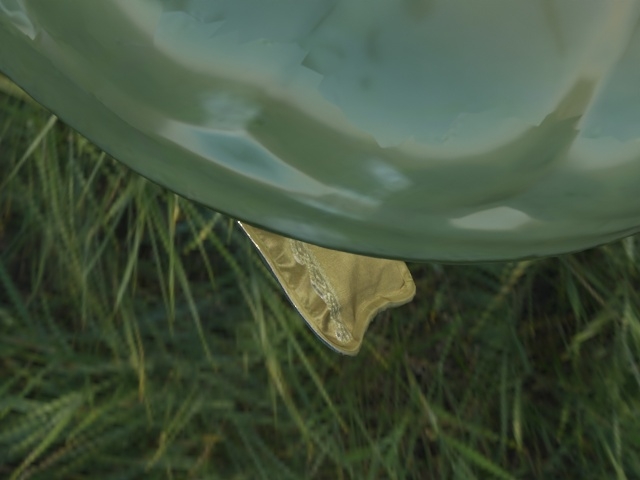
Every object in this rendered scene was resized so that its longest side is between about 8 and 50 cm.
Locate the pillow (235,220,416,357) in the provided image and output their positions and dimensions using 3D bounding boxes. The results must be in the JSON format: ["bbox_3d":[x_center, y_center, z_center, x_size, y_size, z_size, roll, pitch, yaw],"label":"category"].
[{"bbox_3d":[0.001,0.000,1.050,0.033,0.217,0.130,-36,87,16],"label":"pillow"}]

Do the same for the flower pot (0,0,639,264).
[{"bbox_3d":[0.044,-0.174,0.428,0.308,0.307,0.244,20,138,-9],"label":"flower pot"}]
